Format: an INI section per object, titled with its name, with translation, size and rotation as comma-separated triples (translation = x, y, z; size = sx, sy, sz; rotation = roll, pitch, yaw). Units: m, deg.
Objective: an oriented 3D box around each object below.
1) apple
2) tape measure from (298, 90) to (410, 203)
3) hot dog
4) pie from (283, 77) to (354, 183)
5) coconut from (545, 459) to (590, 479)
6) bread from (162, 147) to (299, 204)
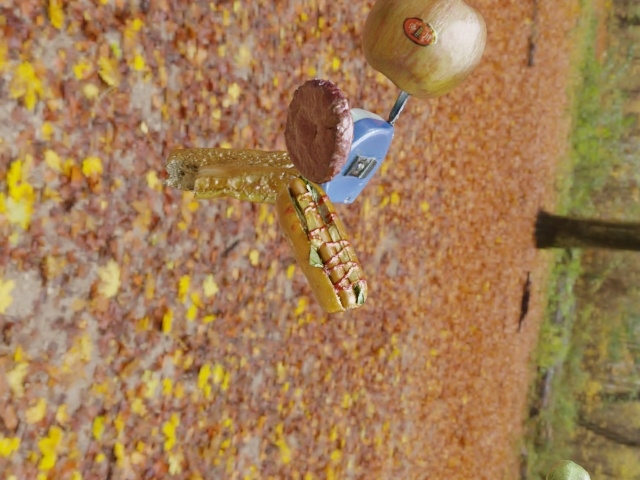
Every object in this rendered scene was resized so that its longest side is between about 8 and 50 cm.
[apple]
translation = 0.180, -0.352, 1.412
size = 0.188, 0.211, 0.211
rotation = -56, 167, 16
[tape measure]
translation = 0.094, -0.227, 1.676
size = 0.351, 0.098, 0.215
rotation = -56, 157, 19
[hot dog]
translation = 0.000, 0.000, 1.332
size = 0.250, 0.104, 0.076
rotation = 68, -24, 12
[pie]
translation = -0.003, -0.152, 1.128
size = 0.036, 0.154, 0.154
rotation = -8, 108, -31
[coconut]
translation = 0.481, 0.472, 1.563
size = 0.096, 0.088, 0.087
rotation = -25, 119, -70
[bread]
translation = -0.196, -0.148, 1.966
size = 0.185, 0.381, 0.109
rotation = -88, -179, -57
